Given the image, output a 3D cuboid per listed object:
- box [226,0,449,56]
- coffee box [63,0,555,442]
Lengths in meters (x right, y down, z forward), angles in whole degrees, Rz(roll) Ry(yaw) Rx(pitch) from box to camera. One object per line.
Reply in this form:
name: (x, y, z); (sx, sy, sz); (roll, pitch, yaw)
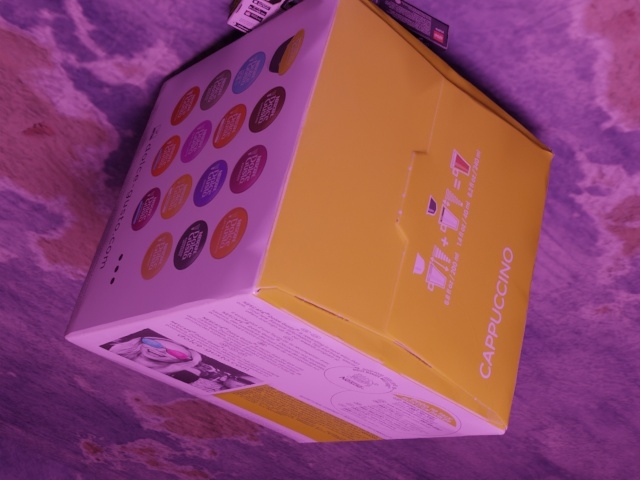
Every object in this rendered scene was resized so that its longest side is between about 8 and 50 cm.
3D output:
box: (0.019, -0.226, 1.038); (0.207, 0.036, 0.114); (24, 143, -20)
coffee box: (0.000, 0.000, 1.053); (0.338, 0.338, 0.334); (32, 150, -32)
